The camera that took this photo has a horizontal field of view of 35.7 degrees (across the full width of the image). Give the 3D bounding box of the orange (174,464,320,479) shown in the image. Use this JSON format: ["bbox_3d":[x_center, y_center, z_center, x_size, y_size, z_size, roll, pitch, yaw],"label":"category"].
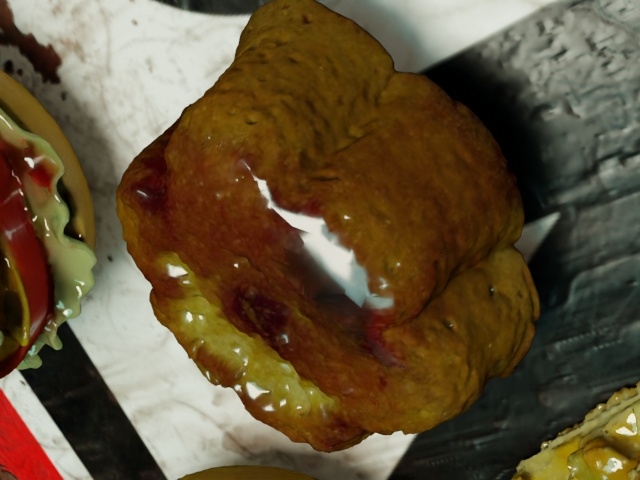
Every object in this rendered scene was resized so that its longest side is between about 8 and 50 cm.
[{"bbox_3d":[-0.054,0.263,0.684,0.236,0.236,0.236,13,120,24],"label":"orange"}]

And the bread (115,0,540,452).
[{"bbox_3d":[-0.001,0.010,0.575,0.246,0.135,0.232,47,141,-2],"label":"bread"}]

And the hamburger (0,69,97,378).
[{"bbox_3d":[-0.283,-0.012,0.672,0.275,0.212,0.274,15,124,24],"label":"hamburger"}]

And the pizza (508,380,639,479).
[{"bbox_3d":[0.259,0.192,0.558,0.268,0.087,0.258,44,130,0],"label":"pizza"}]
